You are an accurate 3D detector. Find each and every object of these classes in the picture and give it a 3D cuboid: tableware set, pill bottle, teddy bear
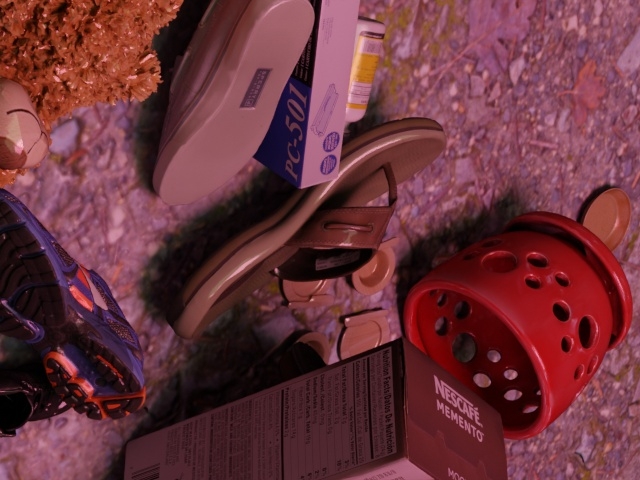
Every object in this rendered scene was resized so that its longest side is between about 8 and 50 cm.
[{"bbox_3d":[0.019,0.069,1.417,0.141,0.020,0.168,-15,118,-36],"label":"tableware set"},{"bbox_3d":[0.014,-0.142,1.289,0.065,0.065,0.116,4,105,-42],"label":"pill bottle"},{"bbox_3d":[-0.170,-0.161,1.052,0.338,0.113,0.245,-43,168,-30],"label":"teddy bear"}]

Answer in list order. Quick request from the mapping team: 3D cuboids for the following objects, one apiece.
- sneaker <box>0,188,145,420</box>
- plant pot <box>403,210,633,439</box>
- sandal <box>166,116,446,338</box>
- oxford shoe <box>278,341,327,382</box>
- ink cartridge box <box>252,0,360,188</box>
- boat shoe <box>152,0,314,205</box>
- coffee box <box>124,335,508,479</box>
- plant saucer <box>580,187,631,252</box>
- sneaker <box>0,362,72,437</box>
[{"bbox_3d":[-0.215,0.044,1.166,0.083,0.087,0.221,-23,117,14],"label":"sneaker"},{"bbox_3d":[0.208,0.078,1.471,0.174,0.191,0.191,-34,127,-30],"label":"plant pot"},{"bbox_3d":[-0.001,0.001,1.296,0.303,0.086,0.120,-39,165,-15],"label":"sandal"},{"bbox_3d":[-0.015,0.189,1.384,0.096,0.083,0.227,-15,130,-2],"label":"oxford shoe"},{"bbox_3d":[-0.020,-0.157,1.208,0.046,0.097,0.207,-18,129,-37],"label":"ink cartridge box"},{"bbox_3d":[-0.082,-0.130,1.193,0.079,0.081,0.227,0,134,-40],"label":"boat shoe"},{"bbox_3d":[-0.006,0.211,1.264,0.168,0.297,0.118,41,36,-42],"label":"coffee box"},{"bbox_3d":[0.317,-0.021,1.645,0.083,0.015,0.083,-17,118,-35],"label":"plant saucer"},{"bbox_3d":[-0.248,0.129,1.157,0.170,0.089,0.051,15,98,-44],"label":"sneaker"}]
